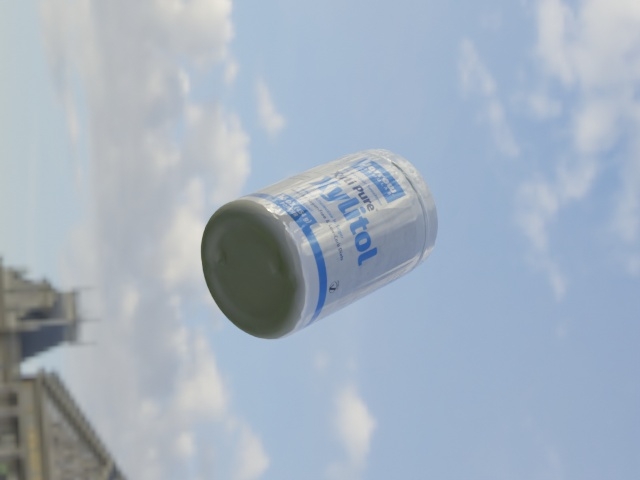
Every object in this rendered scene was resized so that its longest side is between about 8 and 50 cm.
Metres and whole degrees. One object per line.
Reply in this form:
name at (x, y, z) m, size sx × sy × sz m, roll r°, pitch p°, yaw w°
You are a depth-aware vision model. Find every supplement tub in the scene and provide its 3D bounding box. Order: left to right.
supplement tub at (0.000, 0.000, 0.737) m, size 0.071 × 0.107 × 0.071 m, roll 19°, pitch -60°, yaw 36°
